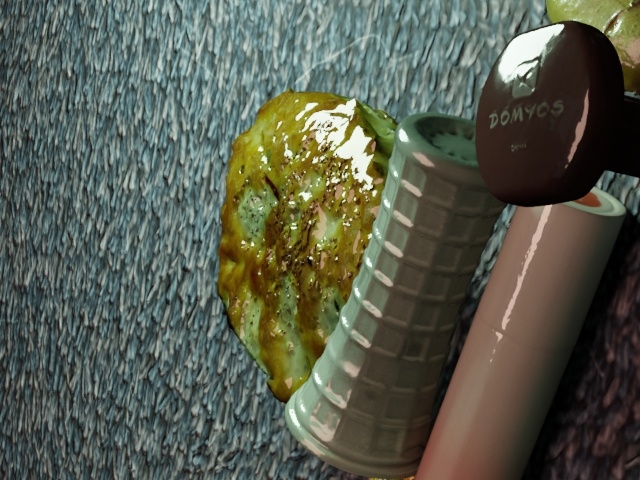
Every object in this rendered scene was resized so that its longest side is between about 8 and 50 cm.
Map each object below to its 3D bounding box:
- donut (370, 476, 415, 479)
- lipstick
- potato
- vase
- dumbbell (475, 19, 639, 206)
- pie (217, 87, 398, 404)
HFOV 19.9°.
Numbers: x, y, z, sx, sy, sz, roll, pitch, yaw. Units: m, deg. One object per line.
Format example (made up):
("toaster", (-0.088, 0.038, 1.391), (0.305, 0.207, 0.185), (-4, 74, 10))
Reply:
("donut", (0.081, 0.218, 1.684), (0.108, 0.043, 0.097), (-23, 63, 61))
("lipstick", (0.158, 0.107, 1.526), (0.087, 0.087, 0.327), (47, 123, 53))
("potato", (0.244, -0.184, 1.454), (0.105, 0.085, 0.188), (-43, 47, 18))
("vase", (0.077, 0.044, 1.564), (0.143, 0.143, 0.299), (54, 133, 50))
("dumbbell", (0.232, -0.071, 1.300), (0.140, 0.225, 0.124), (-10, 72, 58))
("pie", (0.000, 0.000, 1.808), (0.355, 0.103, 0.288), (53, 127, 48))
